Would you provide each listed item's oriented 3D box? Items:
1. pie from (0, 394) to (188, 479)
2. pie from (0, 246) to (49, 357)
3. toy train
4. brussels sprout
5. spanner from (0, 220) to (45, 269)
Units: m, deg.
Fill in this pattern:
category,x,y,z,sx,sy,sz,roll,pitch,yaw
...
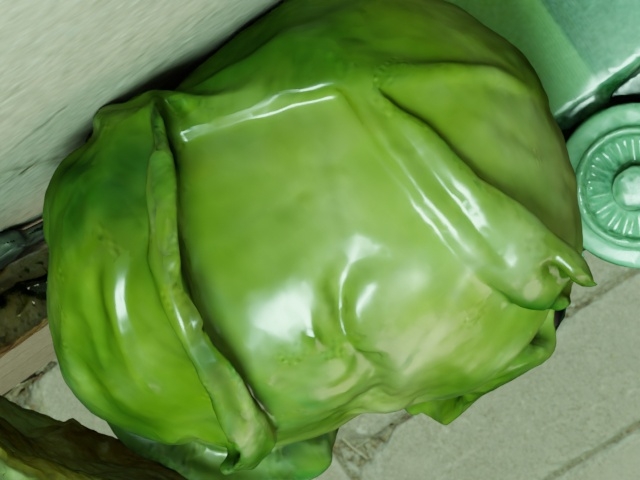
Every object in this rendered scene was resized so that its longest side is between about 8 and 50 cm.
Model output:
category,x,y,z,sx,sy,sz,roll,pitch,yaw
pie,-0.155,0.122,0.982,0.306,0.306,0.071,52,61,-89
pie,-0.250,0.077,1.271,0.185,0.052,0.218,-36,179,36
toy train,0.108,-0.056,1.173,0.299,0.238,0.167,-37,177,13
brussels sprout,-0.002,-0.001,0.971,0.259,0.227,0.294,-20,-171,10
spanner,-0.135,-0.025,1.210,0.054,0.015,0.254,-38,177,38
